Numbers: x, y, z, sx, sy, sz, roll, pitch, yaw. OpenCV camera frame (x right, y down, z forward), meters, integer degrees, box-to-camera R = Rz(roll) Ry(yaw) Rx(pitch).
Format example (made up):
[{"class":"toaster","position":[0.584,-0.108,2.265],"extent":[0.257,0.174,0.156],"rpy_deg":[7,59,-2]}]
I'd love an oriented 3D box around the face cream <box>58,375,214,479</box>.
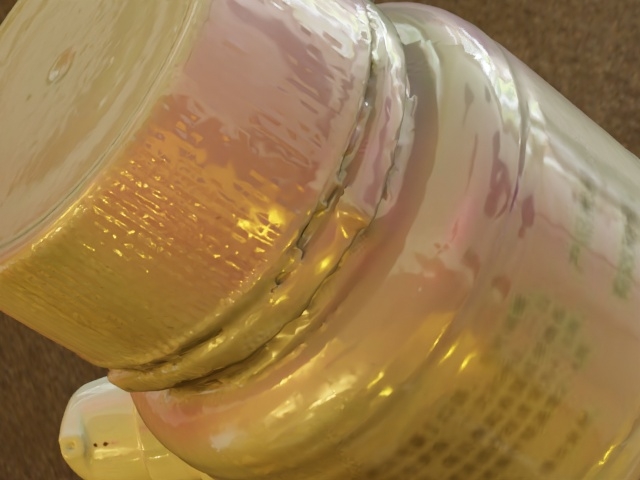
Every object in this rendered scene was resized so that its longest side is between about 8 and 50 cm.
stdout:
[{"class":"face cream","position":[-0.001,0.105,1.056],"extent":[0.345,0.102,0.102],"rpy_deg":[-10,65,5]}]

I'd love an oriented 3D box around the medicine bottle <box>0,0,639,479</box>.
[{"class":"medicine bottle","position":[0.000,0.000,0.753],"extent":[0.325,0.256,0.256],"rpy_deg":[32,59,-32]}]
